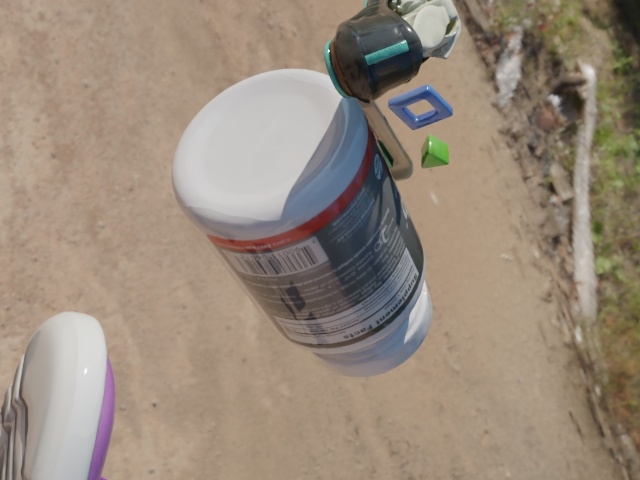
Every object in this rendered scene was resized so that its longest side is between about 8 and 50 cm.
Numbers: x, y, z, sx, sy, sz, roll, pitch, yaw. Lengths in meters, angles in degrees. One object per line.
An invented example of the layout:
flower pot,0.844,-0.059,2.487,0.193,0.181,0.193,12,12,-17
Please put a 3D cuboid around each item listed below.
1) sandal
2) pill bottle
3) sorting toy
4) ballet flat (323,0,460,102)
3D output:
sandal,-0.161,0.227,0.549,0.102,0.417,0.169,8,22,-27
pill bottle,0.000,0.000,1.030,0.363,0.210,0.210,59,26,-50
sorting toy,0.011,-0.116,1.218,0.196,0.347,0.047,51,36,-53
ballet flat,0.082,-0.195,0.872,0.095,0.096,0.280,64,22,-18
